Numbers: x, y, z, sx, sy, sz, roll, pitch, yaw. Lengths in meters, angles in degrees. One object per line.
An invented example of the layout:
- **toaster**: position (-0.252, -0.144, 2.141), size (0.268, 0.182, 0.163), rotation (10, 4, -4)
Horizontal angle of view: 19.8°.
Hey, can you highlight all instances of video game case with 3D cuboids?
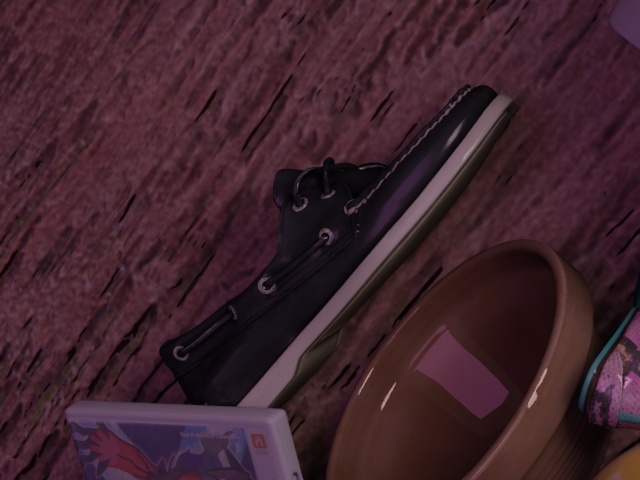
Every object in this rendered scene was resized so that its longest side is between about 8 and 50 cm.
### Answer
- **video game case**: position (-0.090, 0.208, 1.369), size (0.201, 0.023, 0.183), rotation (-1, 111, 36)

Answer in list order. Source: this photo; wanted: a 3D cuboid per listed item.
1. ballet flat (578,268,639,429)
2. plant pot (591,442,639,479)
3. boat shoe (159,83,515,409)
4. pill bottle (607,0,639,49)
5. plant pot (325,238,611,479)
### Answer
- **ballet flat**: position (0.230, 0.056, 1.190), size (0.079, 0.221, 0.076), rotation (19, 126, 12)
- **plant pot**: position (0.283, 0.239, 1.139), size (0.254, 0.254, 0.239), rotation (-32, 59, 21)
- **boat shoe**: position (0.001, 0.000, 1.331), size (0.113, 0.127, 0.340), rotation (42, 116, 8)
- **pill bottle**: position (0.286, -0.207, 1.200), size (0.119, 0.119, 0.208), rotation (38, 109, 21)
- **plant pot**: position (0.119, 0.126, 1.252), size (0.110, 0.237, 0.237), rotation (38, 109, -20)
